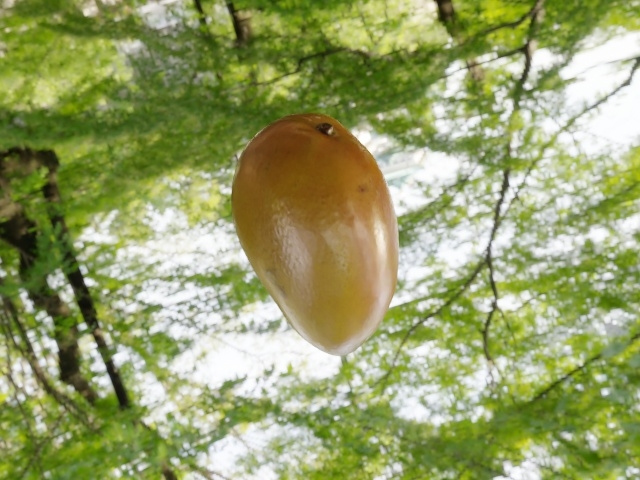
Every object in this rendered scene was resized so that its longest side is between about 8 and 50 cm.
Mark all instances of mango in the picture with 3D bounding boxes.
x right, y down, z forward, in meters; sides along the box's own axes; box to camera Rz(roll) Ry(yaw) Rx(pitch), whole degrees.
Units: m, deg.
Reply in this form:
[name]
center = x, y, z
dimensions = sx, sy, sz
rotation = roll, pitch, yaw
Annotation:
[mango]
center = 0.000, 0.000, 0.695
dimensions = 0.144, 0.219, 0.112
rotation = -2, -159, 36
